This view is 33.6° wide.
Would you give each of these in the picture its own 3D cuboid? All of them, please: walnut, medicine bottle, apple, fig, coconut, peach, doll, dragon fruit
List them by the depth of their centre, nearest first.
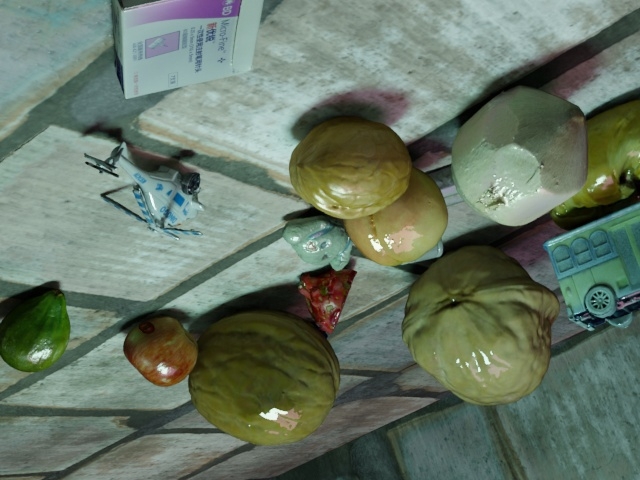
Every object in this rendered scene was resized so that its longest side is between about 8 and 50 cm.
[{"bbox_3d":[-0.157,-0.252,1.242,0.171,0.052,0.201,-14,160,-15],"label":"medicine bottle"},{"bbox_3d":[0.047,-0.112,1.628,0.206,0.159,0.159,-4,154,-38],"label":"walnut"},{"bbox_3d":[0.332,-0.144,1.726,0.224,0.224,0.234,-6,162,-32],"label":"coconut"},{"bbox_3d":[0.124,-0.048,1.828,0.184,0.184,0.184,-17,159,-7],"label":"peach"},{"bbox_3d":[-0.492,0.151,1.857,0.123,0.123,0.156,1,139,-43],"label":"fig"},{"bbox_3d":[0.000,0.000,1.979,0.103,0.071,0.214,-37,147,11],"label":"doll"},{"bbox_3d":[-0.319,0.224,2.152,0.131,0.146,0.146,-41,161,-10],"label":"apple"},{"bbox_3d":[0.203,0.014,2.207,0.091,0.058,0.058,-12,158,-20],"label":"medicine bottle"},{"bbox_3d":[0.004,0.112,2.238,0.111,0.153,0.153,25,155,3],"label":"dragon fruit"},{"bbox_3d":[-0.123,0.283,2.251,0.333,0.333,0.333,-17,159,-7],"label":"walnut"},{"bbox_3d":[0.358,0.186,2.360,0.381,0.381,0.381,-17,159,-7],"label":"walnut"}]

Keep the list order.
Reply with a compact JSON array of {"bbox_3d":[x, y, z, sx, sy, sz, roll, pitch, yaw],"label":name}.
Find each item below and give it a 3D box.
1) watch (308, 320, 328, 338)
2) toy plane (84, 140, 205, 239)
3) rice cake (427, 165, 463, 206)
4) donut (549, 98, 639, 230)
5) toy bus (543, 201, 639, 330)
[{"bbox_3d":[-0.079,0.296,2.466,0.196,0.200,0.171,-20,156,10],"label":"watch"},{"bbox_3d":[-0.254,-0.085,1.555,0.182,0.107,0.273,17,164,41],"label":"toy plane"},{"bbox_3d":[0.267,-0.106,1.977,0.298,0.050,0.106,-17,159,-7],"label":"rice cake"},{"bbox_3d":[0.597,-0.137,2.034,0.360,0.170,0.360,-15,159,-6],"label":"donut"},{"bbox_3d":[0.596,0.033,1.969,0.312,0.190,0.152,-25,154,24],"label":"toy bus"}]
